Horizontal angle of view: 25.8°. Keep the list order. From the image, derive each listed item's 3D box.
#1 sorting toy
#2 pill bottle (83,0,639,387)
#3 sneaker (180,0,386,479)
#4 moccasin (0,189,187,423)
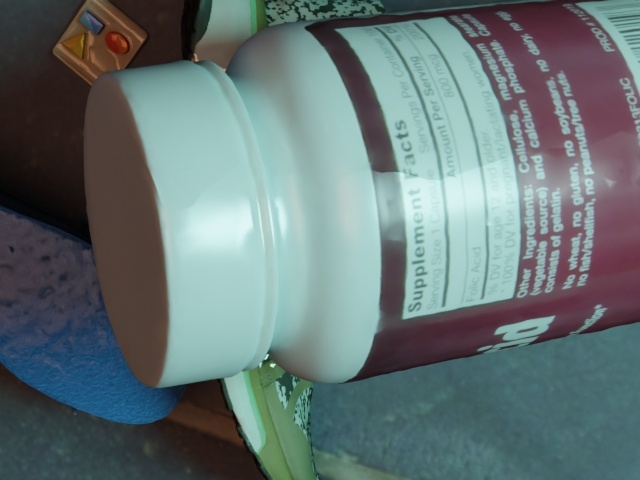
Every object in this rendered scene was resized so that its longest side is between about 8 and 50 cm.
[{"bbox_3d":[-0.165,-0.147,1.101,0.083,0.012,0.062,40,104,3],"label":"sorting toy"},{"bbox_3d":[0.064,-0.033,0.881,0.392,0.224,0.224,-9,99,-20],"label":"pill bottle"},{"bbox_3d":[0.000,0.000,1.037,0.182,0.158,0.410,-6,103,-4],"label":"sneaker"},{"bbox_3d":[-0.241,0.010,1.089,0.342,0.117,0.138,39,95,-7],"label":"moccasin"}]
